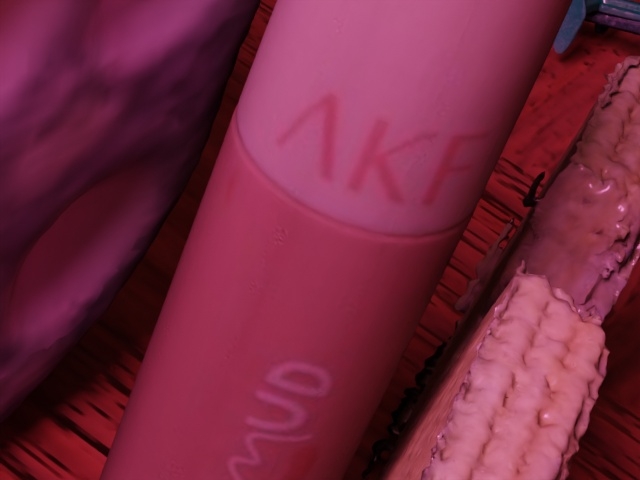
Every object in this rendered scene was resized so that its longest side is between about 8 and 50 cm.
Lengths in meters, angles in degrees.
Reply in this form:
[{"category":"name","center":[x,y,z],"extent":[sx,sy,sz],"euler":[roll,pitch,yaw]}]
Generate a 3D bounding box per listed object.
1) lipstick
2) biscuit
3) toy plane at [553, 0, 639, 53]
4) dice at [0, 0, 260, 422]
[{"category":"lipstick","center":[0.000,0.000,0.528],"extent":[0.070,0.254,0.070],"euler":[15,37,-11]},{"category":"biscuit","center":[0.050,0.051,0.581],"extent":[0.046,0.147,0.250],"euler":[31,37,3]},{"category":"toy plane","center":[0.187,-0.093,0.887],"extent":[0.235,0.096,0.060],"euler":[18,30,25]},{"category":"dice","center":[-0.194,-0.083,0.516],"extent":[0.271,0.270,0.270],"euler":[37,39,19]}]
